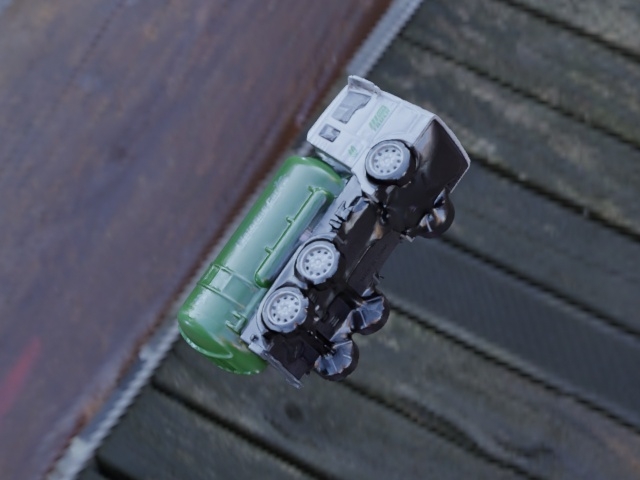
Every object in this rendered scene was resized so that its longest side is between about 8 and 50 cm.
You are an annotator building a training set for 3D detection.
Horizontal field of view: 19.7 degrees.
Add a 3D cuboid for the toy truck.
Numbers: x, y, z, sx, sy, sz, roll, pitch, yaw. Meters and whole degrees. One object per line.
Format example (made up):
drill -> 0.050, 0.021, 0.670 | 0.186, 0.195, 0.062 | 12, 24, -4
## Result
toy truck -> 0.000, 0.000, 1.384 | 0.125, 0.101, 0.242 | 31, 81, 36
